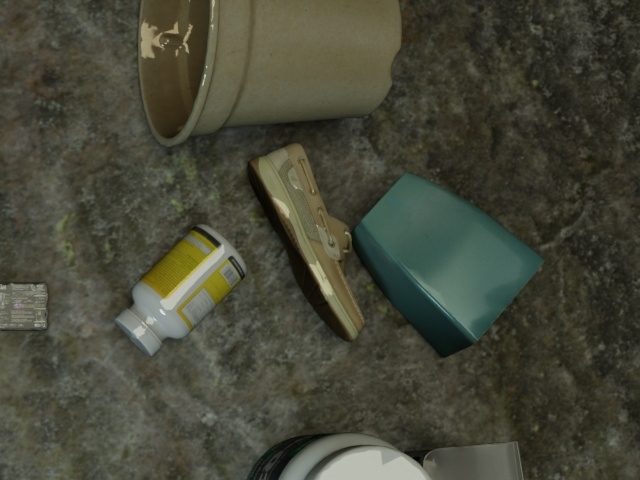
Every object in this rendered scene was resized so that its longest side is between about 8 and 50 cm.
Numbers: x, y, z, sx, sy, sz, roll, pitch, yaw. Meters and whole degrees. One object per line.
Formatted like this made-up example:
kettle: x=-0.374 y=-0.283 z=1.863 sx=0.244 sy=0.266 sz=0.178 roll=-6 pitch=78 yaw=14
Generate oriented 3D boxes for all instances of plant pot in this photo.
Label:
plant pot: x=0.167 y=0.024 z=1.721 sx=0.234 sy=0.166 sz=0.165 roll=43 pitch=74 yaw=2
plant pot: x=-0.067 y=-0.293 z=1.658 sx=0.305 sy=0.334 sz=0.334 roll=0 pitch=80 yaw=-25

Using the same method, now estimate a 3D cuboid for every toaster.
toaster: x=0.199 y=0.346 z=1.662 sx=0.185 sy=0.168 sz=0.110 roll=-3 pitch=80 yaw=-13

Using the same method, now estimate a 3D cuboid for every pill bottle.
pill bottle: x=0.023 y=0.351 z=1.519 sx=0.204 sy=0.361 sz=0.204 roll=2 pitch=79 yaw=-13
pill bottle: x=-0.198 y=0.071 z=1.649 sx=0.103 sy=0.103 sz=0.184 roll=46 pitch=74 yaw=-2

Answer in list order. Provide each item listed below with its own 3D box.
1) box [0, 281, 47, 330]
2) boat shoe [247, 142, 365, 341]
box: x=-0.422 y=0.092 z=1.636 sx=0.083 sy=0.018 sz=0.067 roll=0 pitch=80 yaw=-13
boat shoe: x=0.000 y=0.000 z=1.710 sx=0.098 sy=0.109 sz=0.302 roll=-25 pitch=81 yaw=-15
